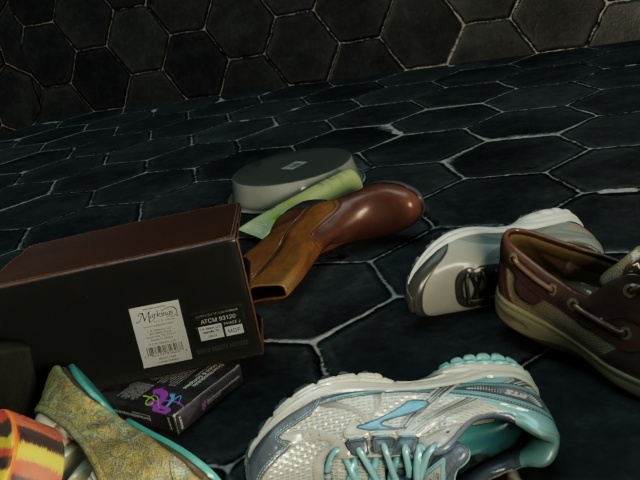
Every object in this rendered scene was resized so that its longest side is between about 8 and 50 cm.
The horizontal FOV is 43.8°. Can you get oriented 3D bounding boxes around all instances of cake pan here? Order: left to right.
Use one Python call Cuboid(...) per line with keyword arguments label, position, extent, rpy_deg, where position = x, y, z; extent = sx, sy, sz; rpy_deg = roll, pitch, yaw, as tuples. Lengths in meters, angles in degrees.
Cuboid(label="cake pan", position=(-0.054, -0.131, 1.657), extent=(0.293, 0.054, 0.293), rpy_deg=(-10, 20, 4))

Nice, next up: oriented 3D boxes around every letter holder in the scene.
Cuboid(label="letter holder", position=(-0.235, 0.067, 1.017), extent=(0.301, 0.152, 0.214), rpy_deg=(-12, 17, -1))

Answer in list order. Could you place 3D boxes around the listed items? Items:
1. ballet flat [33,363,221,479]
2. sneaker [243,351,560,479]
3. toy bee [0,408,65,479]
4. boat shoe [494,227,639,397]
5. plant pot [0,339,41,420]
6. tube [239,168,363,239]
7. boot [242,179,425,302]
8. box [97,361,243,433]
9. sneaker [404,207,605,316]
Cuboid(label="ballet flat", position=(-0.217, 0.211, 0.767), extent=(0.123, 0.123, 0.348), rpy_deg=(-25, 24, -32))
Cuboid(label="sneaker", position=(0.073, 0.177, 0.693), extent=(0.283, 0.110, 0.122), rpy_deg=(-15, 24, -9))
Cuboid(label="toy bee", position=(-0.305, 0.277, 0.612), extent=(0.195, 0.298, 0.162), rpy_deg=(15, 33, -37))
Cuboid(label="boat shoe", position=(0.320, 0.065, 0.810), extent=(0.123, 0.123, 0.342), rpy_deg=(-24, 30, -30))
Cuboid(label="plant pot", position=(-0.389, 0.190, 0.823), extent=(0.187, 0.188, 0.167), rpy_deg=(-8, 9, 11))
Cuboid(label="tube", position=(-0.030, -0.061, 1.457), extent=(0.240, 0.062, 0.070), rpy_deg=(-28, -15, -26))
Cuboid(label="boot", position=(0.000, 0.000, 1.220), extent=(0.264, 0.096, 0.280), rpy_deg=(0, 24, 28))
Cuboid(label="box", position=(-0.189, 0.176, 0.951), extent=(0.162, 0.029, 0.116), rpy_deg=(2, 23, 36))
Cuboid(label="sneaker", position=(0.232, 0.034, 1.003), extent=(0.271, 0.100, 0.108), rpy_deg=(-18, 31, -12))
